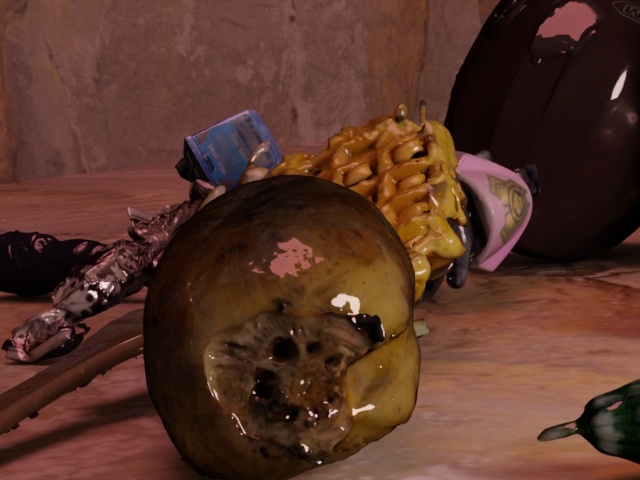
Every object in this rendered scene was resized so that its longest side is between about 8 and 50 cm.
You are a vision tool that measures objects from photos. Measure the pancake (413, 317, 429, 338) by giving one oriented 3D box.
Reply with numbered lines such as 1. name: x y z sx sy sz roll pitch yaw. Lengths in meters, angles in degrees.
1. pancake: 0.016 0.071 1.293 0.116 0.023 0.129 -10 4 -37

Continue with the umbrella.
1. umbrella: -0.232 0.022 1.706 0.248 0.071 0.071 -1 8 39

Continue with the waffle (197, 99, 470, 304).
1. waffle: 0.001 0.003 1.294 0.280 0.060 0.262 -43 33 -25

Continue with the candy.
1. candy: -0.164 0.024 1.426 0.094 0.051 0.226 -21 20 52

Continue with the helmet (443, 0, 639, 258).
1. helmet: 0.232 -0.110 1.619 0.225 0.305 0.177 26 30 -2

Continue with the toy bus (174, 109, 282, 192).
1. toy bus: -0.070 -0.035 1.616 0.094 0.079 0.236 -22 -18 -3

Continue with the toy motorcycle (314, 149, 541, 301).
1. toy motorcycle: 0.037 -0.010 1.464 0.327 0.143 0.188 -14 8 -9

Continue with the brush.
1. brush: -0.158 0.082 1.108 0.085 0.020 0.336 -11 12 35

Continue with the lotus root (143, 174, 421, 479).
1. lotus root: -0.023 0.043 1.005 0.160 0.152 0.275 -14 5 0

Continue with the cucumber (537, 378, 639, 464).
1. cucumber: 0.227 0.086 0.842 0.250 0.056 0.056 -1 8 17
